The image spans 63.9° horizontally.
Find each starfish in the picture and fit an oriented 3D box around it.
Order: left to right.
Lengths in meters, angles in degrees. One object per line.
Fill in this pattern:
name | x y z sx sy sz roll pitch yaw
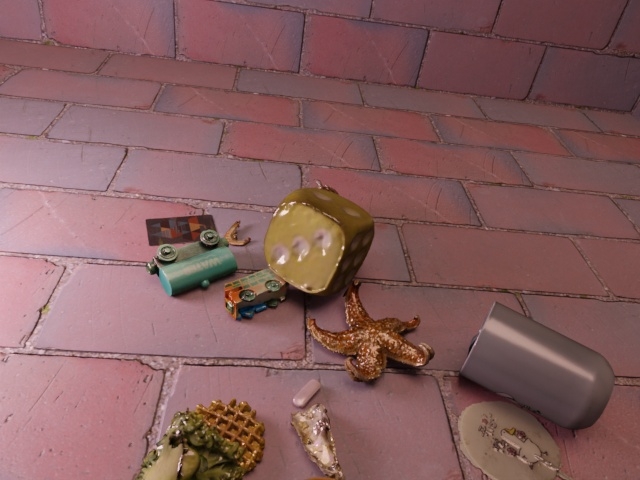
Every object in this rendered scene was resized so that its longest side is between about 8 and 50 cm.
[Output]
starfish | 0.138 0.233 1.330 0.312 0.113 0.303 -11 43 -21

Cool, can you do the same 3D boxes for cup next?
cup | 0.518 0.305 1.239 0.312 0.205 0.205 27 40 19

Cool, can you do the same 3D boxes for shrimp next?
shrimp | -0.257 -0.021 1.635 0.083 0.023 0.114 16 43 3

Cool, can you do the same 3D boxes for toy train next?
toy train | -0.357 0.068 1.450 0.248 0.101 0.159 -20 62 -33
toy train | -0.177 0.145 1.401 0.188 0.072 0.099 -20 39 -34

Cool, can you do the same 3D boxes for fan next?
fan | 0.505 0.497 1.143 0.415 0.012 0.233 27 41 22

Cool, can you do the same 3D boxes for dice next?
dice | 0.000 0.000 1.445 0.233 0.238 0.227 32 21 21

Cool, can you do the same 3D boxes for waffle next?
waffle | -0.204 0.411 1.074 0.191 0.038 0.191 6 37 -4

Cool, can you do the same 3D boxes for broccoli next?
broccoli | -0.214 0.434 0.895 0.180 0.273 0.242 31 45 -20

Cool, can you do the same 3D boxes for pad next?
pad | -0.440 -0.036 1.627 0.211 0.003 0.143 -6 40 -20

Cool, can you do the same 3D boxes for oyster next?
oyster | -0.008 0.433 1.095 0.106 0.061 0.200 -10 36 3

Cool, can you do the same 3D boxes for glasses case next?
glasses case | -0.031 0.357 1.197 0.032 0.021 0.083 30 42 21

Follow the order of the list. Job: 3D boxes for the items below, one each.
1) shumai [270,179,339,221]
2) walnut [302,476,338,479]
shumai | -0.042 -0.120 1.675 0.218 0.185 0.184 11 37 1
walnut | -0.012 0.537 0.915 0.167 0.087 0.211 18 30 17
